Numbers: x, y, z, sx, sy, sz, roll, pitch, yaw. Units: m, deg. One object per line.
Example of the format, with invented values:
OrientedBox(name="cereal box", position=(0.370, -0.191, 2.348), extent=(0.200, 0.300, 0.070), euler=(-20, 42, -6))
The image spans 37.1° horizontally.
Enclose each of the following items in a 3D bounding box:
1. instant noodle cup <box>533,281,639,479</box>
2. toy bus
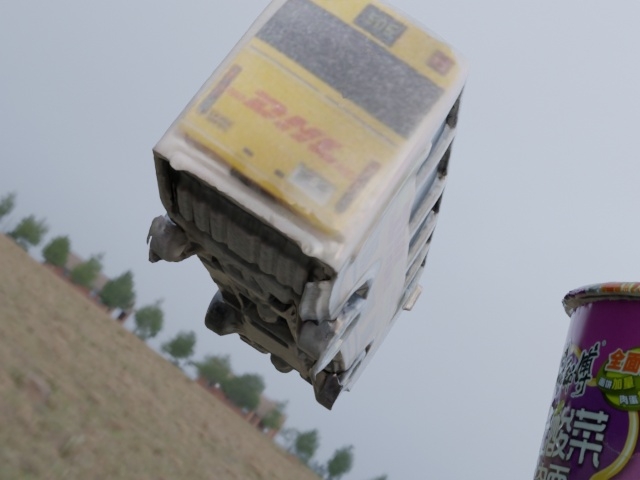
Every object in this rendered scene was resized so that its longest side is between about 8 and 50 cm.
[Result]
OrientedBox(name="instant noodle cup", position=(0.218, 0.156, 0.501), extent=(0.251, 0.190, 0.251), euler=(22, -10, 4))
OrientedBox(name="toy bus", position=(0.000, 0.000, 0.504), extent=(0.097, 0.138, 0.342), euler=(32, -10, 11))
